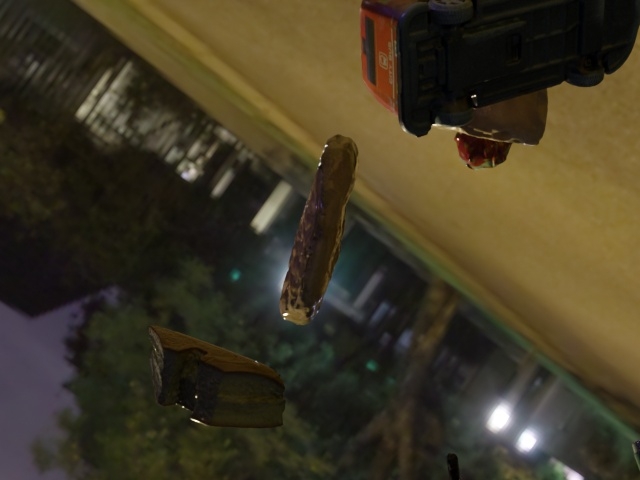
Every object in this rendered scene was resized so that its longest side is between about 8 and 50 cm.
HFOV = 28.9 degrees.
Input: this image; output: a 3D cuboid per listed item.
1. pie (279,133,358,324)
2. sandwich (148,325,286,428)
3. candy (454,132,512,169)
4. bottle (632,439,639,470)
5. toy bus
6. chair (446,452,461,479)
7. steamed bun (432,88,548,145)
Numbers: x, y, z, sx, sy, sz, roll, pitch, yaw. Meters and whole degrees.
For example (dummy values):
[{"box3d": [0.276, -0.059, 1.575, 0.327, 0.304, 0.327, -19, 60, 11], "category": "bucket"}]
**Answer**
[{"box3d": [-0.003, -0.001, 1.361, 0.052, 0.218, 0.185, 18, -142, 3], "category": "pie"}, {"box3d": [-0.166, 0.194, 1.746, 0.244, 0.090, 0.088, 20, -159, 25], "category": "sandwich"}, {"box3d": [0.228, -0.195, 1.778, 0.078, 0.084, 0.288, 59, 175, 31], "category": "candy"}, {"box3d": [0.341, 0.240, 1.255, 0.030, 0.030, 0.083, 45, -155, -71], "category": "bottle"}, {"box3d": [0.162, -0.193, 1.138, 0.120, 0.265, 0.121, 40, 141, 51], "category": "toy bus"}, {"box3d": [0.146, 0.313, 1.072, 0.159, 0.170, 0.326, 29, 159, 19], "category": "chair"}, {"box3d": [0.171, -0.195, 1.326, 0.140, 0.155, 0.172, 8, -166, -19], "category": "steamed bun"}]
